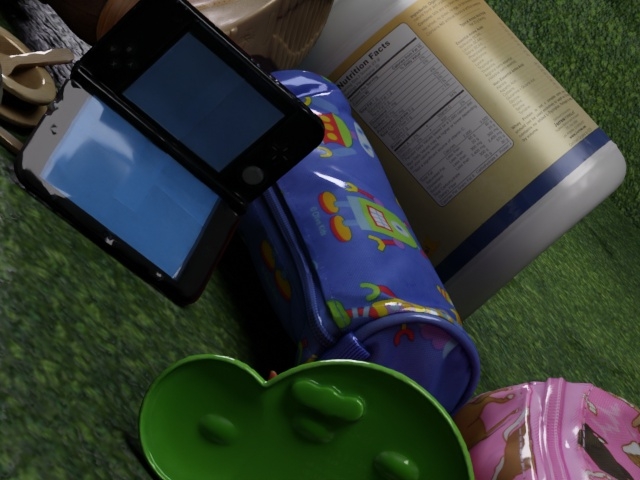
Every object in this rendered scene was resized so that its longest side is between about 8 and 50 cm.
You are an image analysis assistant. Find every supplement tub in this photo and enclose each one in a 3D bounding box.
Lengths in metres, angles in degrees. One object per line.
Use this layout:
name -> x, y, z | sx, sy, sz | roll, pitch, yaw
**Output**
supplement tub -> 0.090, -0.105, 1.174 | 0.316, 0.228, 0.228 | 49, 17, 7

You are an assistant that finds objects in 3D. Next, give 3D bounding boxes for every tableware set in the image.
tableware set -> -0.233, -0.144, 0.799 | 0.194, 0.039, 0.128 | 40, 18, -22

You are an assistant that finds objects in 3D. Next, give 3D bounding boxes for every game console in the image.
game console -> -0.086, -0.055, 0.793 | 0.144, 0.124, 0.085 | 40, 27, -24

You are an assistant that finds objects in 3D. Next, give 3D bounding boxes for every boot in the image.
boot -> -0.117, -0.199, 0.992 | 0.207, 0.090, 0.248 | 30, 27, 17

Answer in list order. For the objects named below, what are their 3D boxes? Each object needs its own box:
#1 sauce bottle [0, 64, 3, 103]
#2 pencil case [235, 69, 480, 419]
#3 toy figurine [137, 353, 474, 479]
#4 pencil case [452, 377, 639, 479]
sauce bottle -> -0.275, -0.176, 0.652 | 0.344, 0.111, 0.111 | 54, 18, 23
pencil case -> 0.000, 0.000, 0.904 | 0.133, 0.119, 0.306 | 26, 26, -38
toy figurine -> -0.001, 0.116, 0.717 | 0.173, 0.130, 0.159 | 24, 1, 6
pencil case -> 0.125, 0.204, 0.674 | 0.160, 0.167, 0.386 | 41, 15, -5
